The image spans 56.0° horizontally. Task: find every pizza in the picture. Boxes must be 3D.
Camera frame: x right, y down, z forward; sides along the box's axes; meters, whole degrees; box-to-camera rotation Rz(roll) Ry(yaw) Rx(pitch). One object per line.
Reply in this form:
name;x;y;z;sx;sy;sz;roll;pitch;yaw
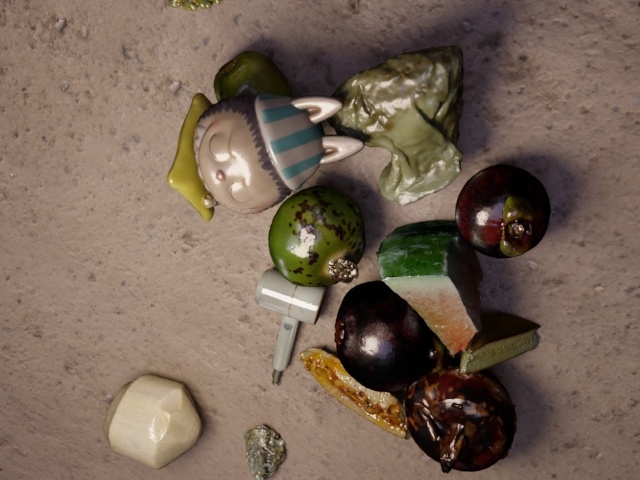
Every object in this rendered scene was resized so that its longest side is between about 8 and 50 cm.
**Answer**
pizza;0.100;0.401;1.591;0.365;0.074;0.182;39;155;-1

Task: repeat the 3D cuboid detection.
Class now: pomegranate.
pomegranate;0.000;0.000;1.430;0.270;0.254;0.254;47;118;44

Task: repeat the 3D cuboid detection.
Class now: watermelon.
watermelon;0.291;0.076;1.410;0.151;0.264;0.302;-37;102;31

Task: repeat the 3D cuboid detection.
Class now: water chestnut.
water chestnut;0.342;0.448;1.485;0.300;0.300;0.299;3;107;11

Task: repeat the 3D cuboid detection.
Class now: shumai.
shumai;0.205;-0.236;1.292;0.330;0.292;0.288;-18;89;53

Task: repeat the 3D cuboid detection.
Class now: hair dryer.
hair dryer;-0.104;0.256;1.627;0.173;0.107;0.357;18;115;9

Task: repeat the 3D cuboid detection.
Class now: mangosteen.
mangosteen;0.410;-0.067;1.348;0.216;0.216;0.216;3;107;11
mangosteen;0.185;0.232;1.468;0.302;0.275;0.274;3;108;-11

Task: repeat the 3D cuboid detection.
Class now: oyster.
oyster;-0.165;0.622;1.759;0.125;0.064;0.177;-16;100;20

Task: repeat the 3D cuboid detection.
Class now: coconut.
coconut;-0.459;0.513;1.702;0.266;0.237;0.237;18;109;13

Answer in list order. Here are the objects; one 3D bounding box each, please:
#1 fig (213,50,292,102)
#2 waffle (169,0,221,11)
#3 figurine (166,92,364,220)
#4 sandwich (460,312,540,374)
fig;-0.149;-0.332;1.422;0.167;0.167;0.233;-33;90;19
waffle;-0.306;-0.641;1.430;0.169;0.036;0.183;1;107;10
figurine;-0.082;-0.163;1.314;0.378;0.361;0.266;3;82;20
sandwich;0.423;0.244;1.475;0.096;0.258;0.094;43;130;42
